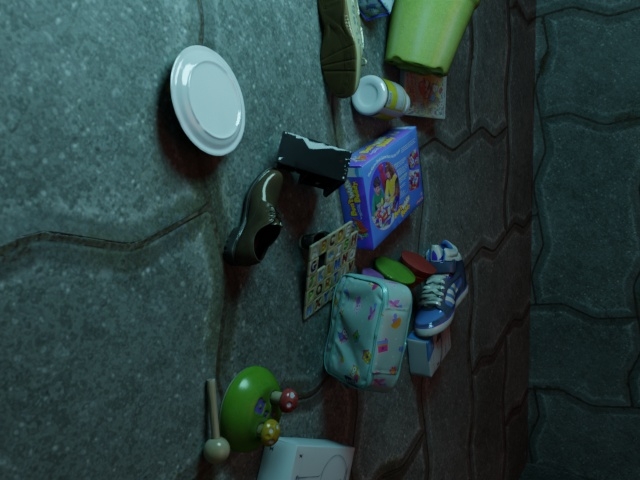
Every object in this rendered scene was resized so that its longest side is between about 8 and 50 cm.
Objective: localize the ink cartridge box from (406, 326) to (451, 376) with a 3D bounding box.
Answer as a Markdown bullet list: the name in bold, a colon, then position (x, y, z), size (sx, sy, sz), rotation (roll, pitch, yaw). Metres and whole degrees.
- **ink cartridge box**: position (0.366, 0.345, 2.117), size (0.191, 0.082, 0.139), rotation (-37, 125, -48)

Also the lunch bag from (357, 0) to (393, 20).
- **lunch bag**: position (0.129, -0.660, 1.589), size (0.151, 0.096, 0.128), rotation (40, 60, -40)

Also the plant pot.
- **plant pot**: position (0.295, -0.594, 1.730), size (0.276, 0.276, 0.254), rotation (2, 104, -58)

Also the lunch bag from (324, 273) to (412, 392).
- **lunch bag**: position (0.104, 0.226, 1.544), size (0.108, 0.224, 0.279), rotation (11, 91, -34)

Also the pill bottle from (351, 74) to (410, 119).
- **pill bottle**: position (0.167, -0.374, 1.673), size (0.184, 0.103, 0.103), rotation (-6, 99, -58)

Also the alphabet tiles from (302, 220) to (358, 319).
- **alphabet tiles**: position (0.029, 0.065, 1.562), size (0.237, 0.009, 0.198), rotation (-31, 134, -52)

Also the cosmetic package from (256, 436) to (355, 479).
- **cosmetic package**: position (-0.056, 0.661, 1.472), size (0.284, 0.097, 0.377), rotation (28, 71, -53)

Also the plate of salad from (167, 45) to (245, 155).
- **plate of salad**: position (-0.207, -0.251, 1.144), size (0.200, 0.048, 0.199), rotation (19, 68, -56)

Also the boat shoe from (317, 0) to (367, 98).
- **boat shoe**: position (0.060, -0.482, 1.485), size (0.089, 0.105, 0.285), rotation (-22, 112, -52)

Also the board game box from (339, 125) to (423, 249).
- **board game box**: position (0.175, -0.155, 1.740), size (0.347, 0.078, 0.233), rotation (-39, 127, -49)

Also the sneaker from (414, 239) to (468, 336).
- **sneaker**: position (0.374, 0.137, 2.078), size (0.323, 0.130, 0.236), rotation (-41, 118, -42)

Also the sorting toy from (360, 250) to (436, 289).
- **sorting toy**: position (0.205, 0.127, 1.840), size (0.365, 0.127, 0.126), rotation (-12, 134, -54)

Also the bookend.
- **bookend**: position (-0.031, -0.165, 1.395), size (0.157, 0.156, 0.072), rotation (15, 78, -13)

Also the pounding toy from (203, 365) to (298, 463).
- **pounding toy**: position (-0.127, 0.361, 1.299), size (0.237, 0.110, 0.183), rotation (5, 90, -59)

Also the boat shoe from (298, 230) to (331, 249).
- **boat shoe**: position (0.000, 0.002, 1.518), size (0.133, 0.042, 0.049), rotation (-6, 97, -59)

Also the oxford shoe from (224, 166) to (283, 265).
- **oxford shoe**: position (-0.109, -0.048, 1.284), size (0.083, 0.096, 0.227), rotation (42, 57, -50)

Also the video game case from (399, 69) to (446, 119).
- **video game case**: position (0.315, -0.489, 1.921), size (0.206, 0.026, 0.227), rotation (-4, 99, -42)
